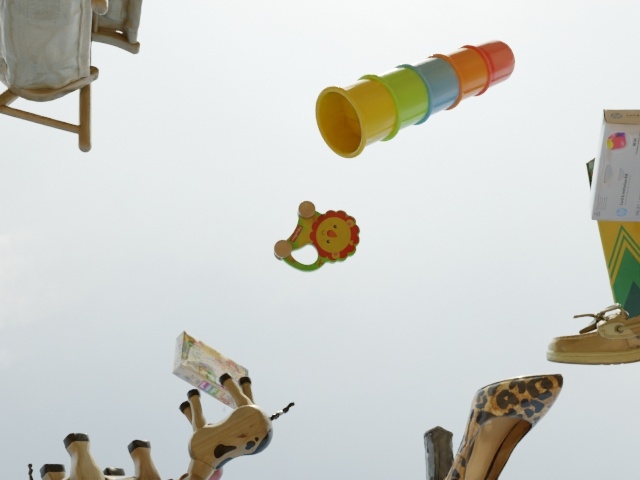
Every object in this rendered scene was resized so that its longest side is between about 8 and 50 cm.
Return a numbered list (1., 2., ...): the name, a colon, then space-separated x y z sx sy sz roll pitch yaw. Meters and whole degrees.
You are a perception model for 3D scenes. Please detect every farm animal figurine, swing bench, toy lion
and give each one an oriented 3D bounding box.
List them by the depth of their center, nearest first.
1. toy lion: 0.000 0.000 1.050 0.096 0.034 0.100 31 -103 3
2. swing bench: -0.334 -0.303 1.052 0.165 0.253 0.255 16 -131 -7
3. farm animal figurine: -0.219 0.343 1.056 0.326 0.330 0.172 3 -140 -33

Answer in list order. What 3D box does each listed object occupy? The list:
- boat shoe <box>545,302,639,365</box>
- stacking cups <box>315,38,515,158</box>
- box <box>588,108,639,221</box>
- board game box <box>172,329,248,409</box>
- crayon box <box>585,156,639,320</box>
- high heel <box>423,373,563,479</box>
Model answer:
1. boat shoe: 0.457 0.120 1.123 0.285 0.104 0.089 -11 -95 7
2. stacking cups: 0.141 -0.209 1.066 0.316 0.096 0.096 -28 -118 -30
3. box: 0.434 -0.088 0.975 0.186 0.145 0.038 1 -142 10
4. board game box: -0.197 0.239 1.453 0.154 0.026 0.103 36 -160 -23
5. crayon box: 0.542 -0.005 1.333 0.081 0.319 0.202 -7 -166 40
6. high heel: 0.223 0.288 1.005 0.093 0.261 0.186 24 -136 -23
